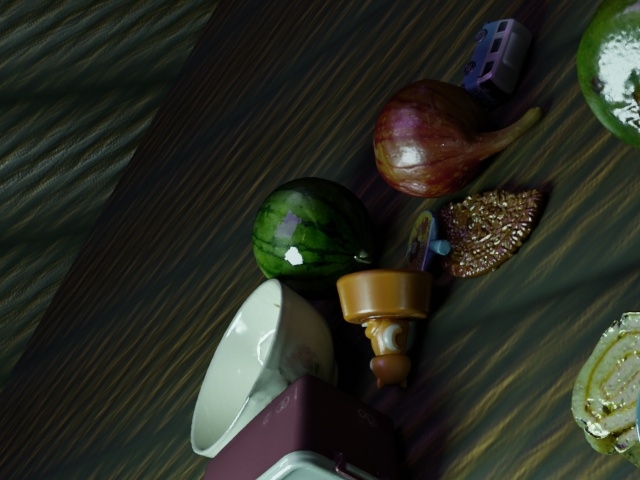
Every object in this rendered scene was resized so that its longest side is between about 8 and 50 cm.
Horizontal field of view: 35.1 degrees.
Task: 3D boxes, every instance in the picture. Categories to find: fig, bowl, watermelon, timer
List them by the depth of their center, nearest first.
[{"bbox_3d":[0.404,-0.215,1.101,0.235,0.203,0.203,-35,7,-38],"label":"fig"},{"bbox_3d":[0.091,0.123,1.358,0.132,0.132,0.152,-20,69,53],"label":"timer"},{"bbox_3d":[0.178,-0.138,1.402,0.207,0.175,0.175,19,81,44],"label":"fig"},{"bbox_3d":[-0.068,0.207,1.478,0.277,0.145,0.277,-52,21,30],"label":"bowl"},{"bbox_3d":[0.000,0.000,1.543,0.215,0.188,0.188,13,74,31],"label":"watermelon"}]

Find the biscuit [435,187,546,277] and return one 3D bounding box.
[{"bbox_3d":[0.211,-0.009,1.348,0.206,0.025,0.126,-13,54,57],"label":"biscuit"}]

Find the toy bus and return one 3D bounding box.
[{"bbox_3d":[0.258,-0.259,1.468,0.075,0.060,0.123,-6,57,55],"label":"toy bus"}]

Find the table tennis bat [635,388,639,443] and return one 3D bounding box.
[{"bbox_3d":[0.336,0.191,0.889,0.153,0.040,0.244,32,102,35],"label":"table tennis bat"}]

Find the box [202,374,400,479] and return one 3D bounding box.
[{"bbox_3d":[-0.034,0.320,1.289,0.294,0.193,0.167,-46,25,30],"label":"box"}]

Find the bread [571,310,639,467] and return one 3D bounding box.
[{"bbox_3d":[0.312,0.142,0.976,0.156,0.064,0.117,-57,40,20],"label":"bread"}]

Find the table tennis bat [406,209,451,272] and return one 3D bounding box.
[{"bbox_3d":[0.148,0.007,1.407,0.155,0.019,0.100,-167,90,-78],"label":"table tennis bat"}]
